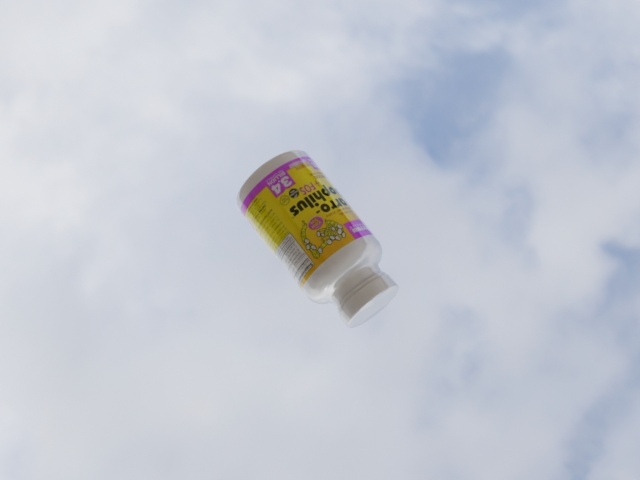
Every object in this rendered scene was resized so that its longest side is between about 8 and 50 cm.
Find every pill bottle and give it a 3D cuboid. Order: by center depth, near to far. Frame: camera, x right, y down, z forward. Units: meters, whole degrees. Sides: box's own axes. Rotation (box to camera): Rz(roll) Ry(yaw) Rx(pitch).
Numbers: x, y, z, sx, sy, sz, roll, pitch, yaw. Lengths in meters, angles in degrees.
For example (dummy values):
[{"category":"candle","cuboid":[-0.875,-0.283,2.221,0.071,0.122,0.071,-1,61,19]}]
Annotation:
[{"category":"pill bottle","cuboid":[0.000,0.000,0.647,0.043,0.043,0.083,-41,-106,5]}]
